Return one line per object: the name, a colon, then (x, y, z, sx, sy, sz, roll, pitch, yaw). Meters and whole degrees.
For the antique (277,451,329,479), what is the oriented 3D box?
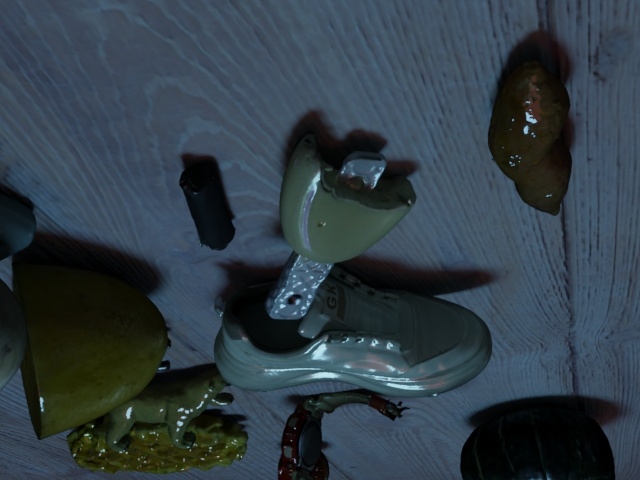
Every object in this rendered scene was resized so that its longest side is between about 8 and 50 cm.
antique: (-0.032, 0.427, 1.642, 0.104, 0.104, 0.104, -1, 153, 0)

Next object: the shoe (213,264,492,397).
shoe: (0.025, 0.088, 0.957, 0.316, 0.124, 0.159, -6, 145, 7)

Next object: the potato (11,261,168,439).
potato: (-0.246, 0.113, 0.955, 0.158, 0.178, 0.203, -5, 117, -24)

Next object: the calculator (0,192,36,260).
calculator: (-0.379, -0.005, 0.833, 0.246, 0.045, 0.141, -21, 147, 33)

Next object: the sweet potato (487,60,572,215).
sweet potato: (0.170, -0.071, 0.709, 0.065, 0.051, 0.218, -10, 152, 13)

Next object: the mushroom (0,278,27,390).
mushroom: (-0.385, 0.093, 0.780, 0.254, 0.184, 0.255, -14, 154, -7)

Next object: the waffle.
waffle: (-0.283, 0.353, 1.521, 0.302, 0.068, 0.325, 7, 151, -15)

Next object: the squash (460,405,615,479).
squash: (0.363, 0.373, 1.471, 0.252, 0.165, 0.252, -3, 152, -1)

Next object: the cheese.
cheese: (0.000, -0.001, 0.803, 0.127, 0.050, 0.235, 3, 138, -27)

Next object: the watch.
watch: (0.069, 0.312, 1.337, 0.268, 0.165, 0.102, -11, 153, 24)

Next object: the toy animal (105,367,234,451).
toy animal: (-0.220, 0.236, 1.283, 0.218, 0.103, 0.101, -5, 129, 18)

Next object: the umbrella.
umbrella: (-0.102, -0.028, 0.810, 0.036, 0.031, 0.133, 0, 154, 2)

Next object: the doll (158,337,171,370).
doll: (-0.270, 0.126, 1.087, 0.165, 0.057, 0.139, 30, 143, -32)
